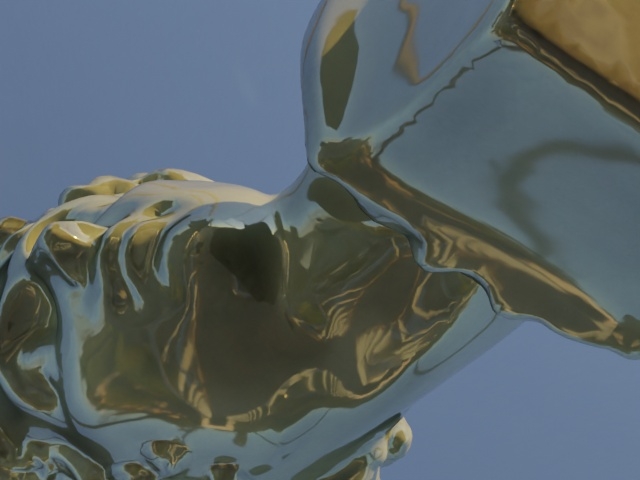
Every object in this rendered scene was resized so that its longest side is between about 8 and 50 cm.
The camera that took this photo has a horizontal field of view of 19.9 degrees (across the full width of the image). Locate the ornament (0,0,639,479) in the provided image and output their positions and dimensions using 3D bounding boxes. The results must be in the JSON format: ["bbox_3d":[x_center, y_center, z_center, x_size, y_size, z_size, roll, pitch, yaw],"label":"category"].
[{"bbox_3d":[0.014,0.004,0.450,0.130,0.285,0.120,45,-138,-17],"label":"ornament"}]
